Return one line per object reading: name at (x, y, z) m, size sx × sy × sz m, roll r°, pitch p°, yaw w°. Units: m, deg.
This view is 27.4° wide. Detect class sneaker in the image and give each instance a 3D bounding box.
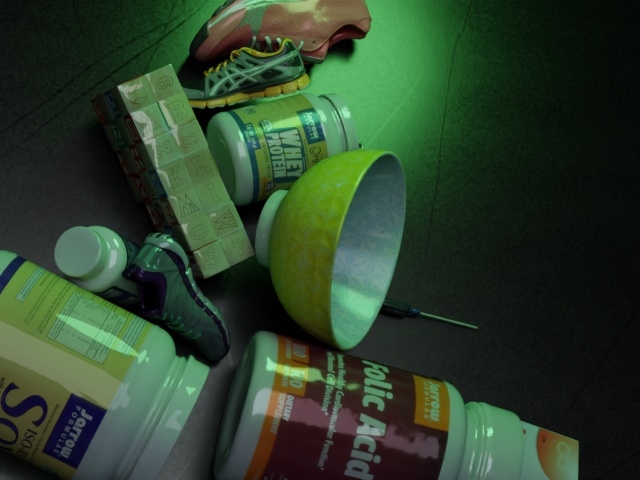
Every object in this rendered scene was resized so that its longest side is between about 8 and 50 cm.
sneaker at (-0.052, -0.331, 2.065) m, size 0.314 × 0.116 × 0.136 m, roll -25°, pitch 81°, yaw -21°
sneaker at (-0.127, -0.253, 2.007) m, size 0.215 × 0.084 × 0.083 m, roll -12°, pitch 105°, yaw -1°
sneaker at (-0.210, 0.101, 1.849) m, size 0.098 × 0.083 × 0.223 m, roll -51°, pitch 126°, yaw -37°

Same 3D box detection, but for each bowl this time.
bowl at (0.000, 0.000, 1.871) m, size 0.156 × 0.289 × 0.289 m, roll 13°, pitch 66°, yaw 20°

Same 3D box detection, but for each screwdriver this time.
screwdriver at (0.167, 0.112, 2.025) m, size 0.170 × 0.024 × 0.025 m, roll 10°, pitch 98°, yaw -13°

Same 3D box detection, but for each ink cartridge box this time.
ink cartridge box at (0.314, 0.363, 1.934) m, size 0.145 × 0.045 × 0.179 m, roll 22°, pitch 56°, yaw -26°

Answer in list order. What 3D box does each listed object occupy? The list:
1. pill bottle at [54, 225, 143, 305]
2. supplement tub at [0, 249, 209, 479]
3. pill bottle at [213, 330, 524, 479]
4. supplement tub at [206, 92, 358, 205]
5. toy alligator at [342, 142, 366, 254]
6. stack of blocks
pill bottle at (-0.303, 0.032, 1.834) m, size 0.094 × 0.169 × 0.094 m, roll -3°, pitch 77°, yaw 15°
supplement tub at (-0.340, 0.184, 1.745) m, size 0.331 × 0.241 × 0.241 m, roll 27°, pitch 67°, yaw -4°
pill bottle at (0.067, 0.280, 1.830) m, size 0.392 × 0.224 × 0.224 m, roll 16°, pitch 69°, yaw -9°
supplement tub at (-0.058, -0.142, 1.983) m, size 0.200 × 0.144 × 0.144 m, roll -16°, pitch 77°, yaw -19°
toy alligator at (0.060, -0.057, 2.039) m, size 0.051 × 0.056 × 0.189 m, roll 33°, pitch 59°, yaw -46°
stack of blocks at (-0.217, -0.094, 1.908) m, size 0.087 × 0.171 × 0.297 m, roll -27°, pitch 98°, yaw -21°
